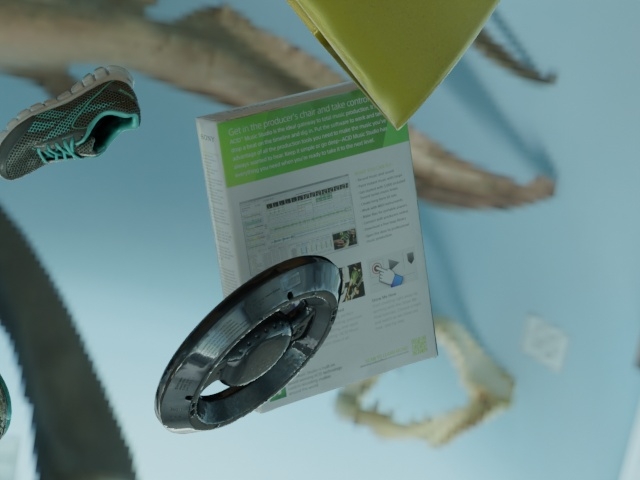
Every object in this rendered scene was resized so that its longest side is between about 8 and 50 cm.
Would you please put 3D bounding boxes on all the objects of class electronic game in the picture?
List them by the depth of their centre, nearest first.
[{"bbox_3d":[-0.068,0.103,1.903,0.048,0.229,0.229,46,-147,22],"label":"electronic game"}]

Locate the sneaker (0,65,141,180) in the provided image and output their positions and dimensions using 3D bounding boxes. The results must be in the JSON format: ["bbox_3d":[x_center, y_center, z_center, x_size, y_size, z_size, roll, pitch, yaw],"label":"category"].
[{"bbox_3d":[-0.250,-0.106,1.948,0.076,0.166,0.065,57,-176,39],"label":"sneaker"}]

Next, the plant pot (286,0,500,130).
[{"bbox_3d":[0.048,-0.261,1.671,0.212,0.187,0.212,50,-178,-34],"label":"plant pot"}]

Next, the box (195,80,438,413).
[{"bbox_3d":[0.000,0.000,2.090,0.232,0.322,0.058,-15,-163,-28],"label":"box"}]

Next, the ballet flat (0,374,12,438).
[{"bbox_3d":[-0.529,0.081,2.082,0.182,0.164,0.483,-1,-145,-48],"label":"ballet flat"}]
